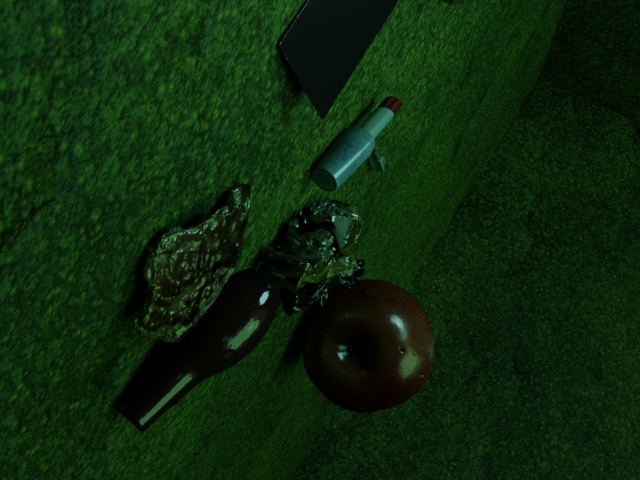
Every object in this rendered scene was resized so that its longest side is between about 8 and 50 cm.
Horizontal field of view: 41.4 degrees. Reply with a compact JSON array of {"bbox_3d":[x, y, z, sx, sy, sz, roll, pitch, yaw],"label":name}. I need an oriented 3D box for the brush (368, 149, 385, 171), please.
[{"bbox_3d":[0.125,-0.189,1.913,0.030,0.033,0.178,-66,166,-5],"label":"brush"}]

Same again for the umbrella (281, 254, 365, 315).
[{"bbox_3d":[-0.004,0.094,1.871,0.272,0.122,0.110,-30,103,-57],"label":"umbrella"}]

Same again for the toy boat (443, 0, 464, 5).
[{"bbox_3d":[0.289,-0.555,1.757,0.149,0.049,0.047,99,-7,-48],"label":"toy boat"}]

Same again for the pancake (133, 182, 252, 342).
[{"bbox_3d":[-0.187,0.046,1.242,0.257,0.056,0.212,-33,142,-47],"label":"pancake"}]

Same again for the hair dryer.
[{"bbox_3d":[-0.201,0.202,1.457,0.312,0.123,0.340,-46,173,-15],"label":"hair dryer"}]

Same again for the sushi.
[{"bbox_3d":[-0.001,0.006,1.648,0.291,0.139,0.131,-35,143,-57],"label":"sushi"}]

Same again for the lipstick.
[{"bbox_3d":[0.080,-0.199,1.661,0.274,0.068,0.061,-50,156,-34],"label":"lipstick"}]

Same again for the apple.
[{"bbox_3d":[0.120,0.270,2.162,0.348,0.349,0.277,-64,167,9],"label":"apple"}]

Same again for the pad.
[{"bbox_3d":[0.047,-0.355,1.292,0.299,0.005,0.202,-59,152,-12],"label":"pad"}]
